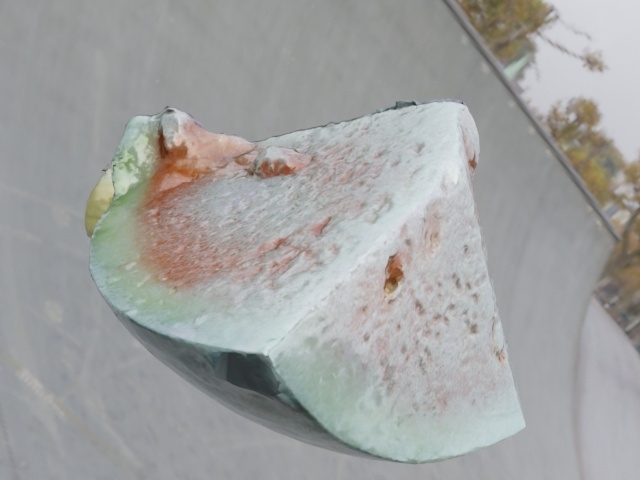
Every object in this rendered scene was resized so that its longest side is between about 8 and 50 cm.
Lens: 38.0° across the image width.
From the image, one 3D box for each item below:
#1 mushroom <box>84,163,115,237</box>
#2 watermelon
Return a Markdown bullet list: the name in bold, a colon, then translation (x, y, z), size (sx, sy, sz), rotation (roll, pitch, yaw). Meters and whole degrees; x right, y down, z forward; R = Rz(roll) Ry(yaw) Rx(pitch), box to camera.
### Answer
- **mushroom**: translation (-0.040, -0.003, 0.785), size (0.312, 0.081, 0.100), rotation (14, 22, 2)
- **watermelon**: translation (0.000, 0.000, 0.518), size (0.320, 0.214, 0.289), rotation (37, 12, 7)
